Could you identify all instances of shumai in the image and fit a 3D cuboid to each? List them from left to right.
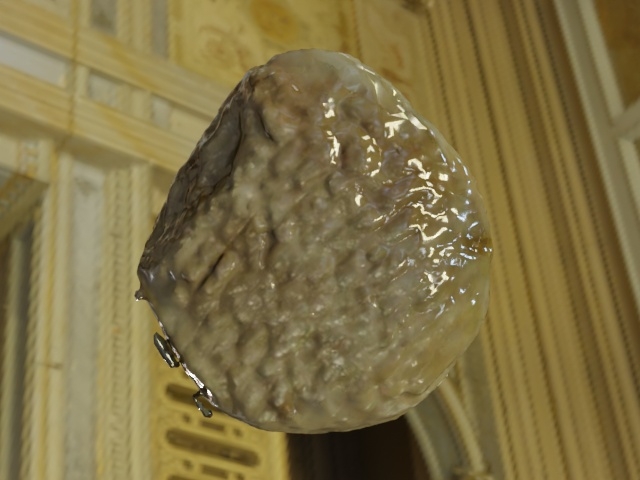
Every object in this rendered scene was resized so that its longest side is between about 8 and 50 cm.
[{"bbox_3d":[0.003,0.003,0.512,0.145,0.146,0.116,-63,179,10],"label":"shumai"}]
